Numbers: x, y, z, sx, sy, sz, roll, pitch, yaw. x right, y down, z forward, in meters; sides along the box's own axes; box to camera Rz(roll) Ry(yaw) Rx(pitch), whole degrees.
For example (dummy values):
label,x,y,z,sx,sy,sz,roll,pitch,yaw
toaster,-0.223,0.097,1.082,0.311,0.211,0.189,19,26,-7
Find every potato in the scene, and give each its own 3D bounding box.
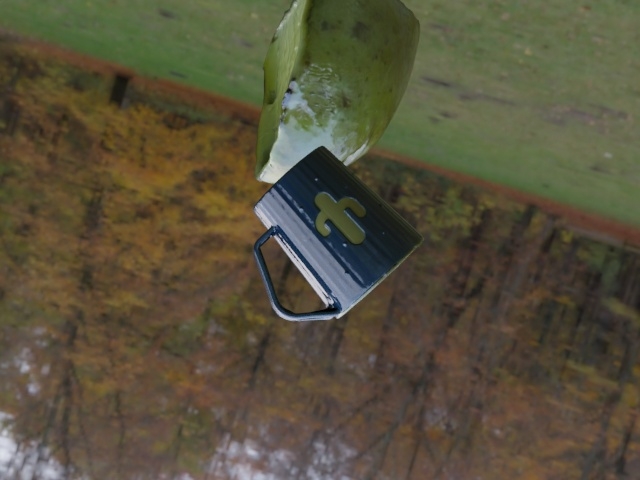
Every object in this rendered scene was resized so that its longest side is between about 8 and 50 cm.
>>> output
label,x,y,z,sx,sy,sz,roll,pitch,yaw
potato,0.030,-0.206,1.517,0.213,0.280,0.330,12,167,-11

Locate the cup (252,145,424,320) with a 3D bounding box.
label,x,y,z,sx,sy,sz,roll,pitch,yaw
cup,0.000,0.000,1.145,0.155,0.176,0.131,49,168,3
